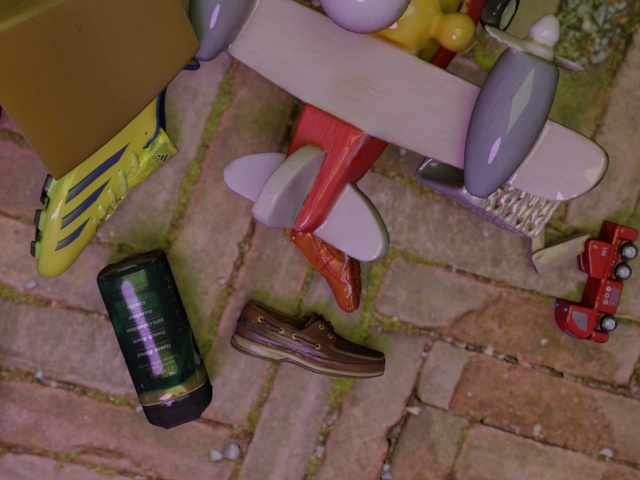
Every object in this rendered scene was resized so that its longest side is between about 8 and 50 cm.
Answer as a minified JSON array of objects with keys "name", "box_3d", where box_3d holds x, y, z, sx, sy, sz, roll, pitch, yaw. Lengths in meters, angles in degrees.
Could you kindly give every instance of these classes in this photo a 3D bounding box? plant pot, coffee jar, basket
[{"name":"plant pot","box_3d":[-0.236,-0.224,1.065,0.187,0.212,0.212,-28,59,-5]},{"name":"coffee jar","box_3d":[-0.177,0.107,1.228,0.079,0.096,0.184,-19,99,-2]},{"name":"basket","box_3d":[0.192,-0.077,1.224,0.103,0.167,0.113,34,91,-15]}]

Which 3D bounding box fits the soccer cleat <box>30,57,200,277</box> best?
[{"name":"soccer cleat","box_3d":[-0.218,-0.085,1.202,0.121,0.093,0.289,22,94,-16]}]

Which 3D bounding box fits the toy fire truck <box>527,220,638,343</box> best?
[{"name":"toy fire truck","box_3d":[0.290,0.014,1.307,0.135,0.047,0.192,14,96,-9]}]

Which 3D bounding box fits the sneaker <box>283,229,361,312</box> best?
[{"name":"sneaker","box_3d":[0.000,0.000,1.267,0.067,0.064,0.175,-20,95,15]}]

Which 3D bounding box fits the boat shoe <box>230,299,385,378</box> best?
[{"name":"boat shoe","box_3d":[-0.009,0.112,1.269,0.178,0.064,0.060,14,97,-7]}]

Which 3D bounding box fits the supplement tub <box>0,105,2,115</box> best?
[{"name":"supplement tub","box_3d":[-0.404,-0.135,1.055,0.193,0.316,0.194,-1,97,-9]}]

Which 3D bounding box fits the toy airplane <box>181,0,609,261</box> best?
[{"name":"toy airplane","box_3d":[0.040,-0.177,1.084,0.386,0.272,0.384,-15,69,7]}]
